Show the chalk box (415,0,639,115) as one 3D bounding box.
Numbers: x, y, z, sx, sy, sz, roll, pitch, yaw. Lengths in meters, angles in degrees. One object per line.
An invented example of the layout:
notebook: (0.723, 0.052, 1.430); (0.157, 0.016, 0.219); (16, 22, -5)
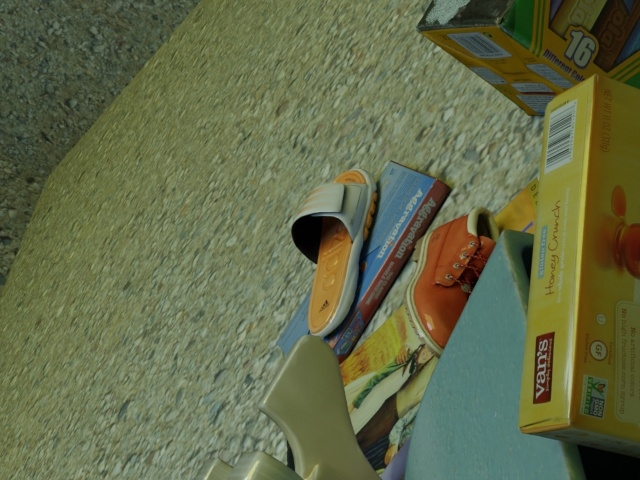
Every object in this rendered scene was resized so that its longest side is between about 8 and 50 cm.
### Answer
chalk box: (0.269, -0.291, 1.085); (0.289, 0.179, 0.180); (-59, 23, -3)

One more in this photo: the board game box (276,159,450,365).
board game box: (0.048, 0.036, 1.309); (0.281, 0.027, 0.145); (-58, 22, 1)

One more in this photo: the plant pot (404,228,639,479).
plant pot: (0.172, 0.189, 0.639); (0.247, 0.248, 0.252); (-93, 26, -52)

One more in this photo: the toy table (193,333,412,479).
toy table: (-0.010, 0.216, 0.825); (0.274, 0.161, 0.252); (-59, 6, -30)

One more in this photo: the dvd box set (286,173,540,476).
dvd box set: (0.119, 0.160, 0.980); (0.420, 0.062, 0.307); (-46, 27, 27)

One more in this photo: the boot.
boot: (0.125, 0.034, 0.970); (0.085, 0.059, 0.158); (-34, 31, 36)

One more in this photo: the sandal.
sandal: (0.006, -0.005, 1.310); (0.102, 0.076, 0.265); (-38, 30, 39)

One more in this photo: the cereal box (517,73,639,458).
cereal box: (0.218, 0.033, 0.534); (0.047, 0.240, 0.173); (148, 133, -63)
